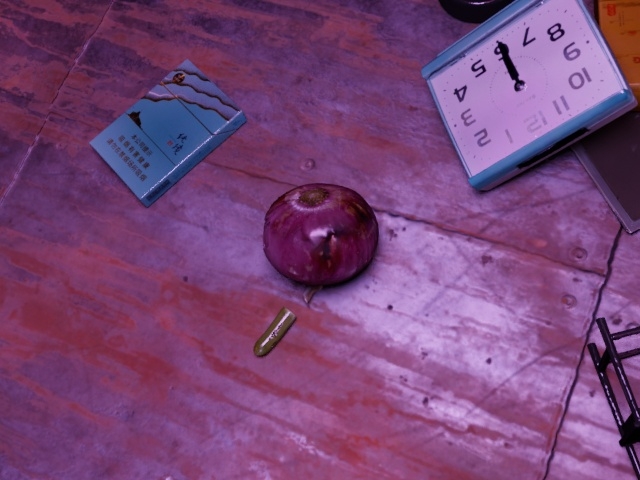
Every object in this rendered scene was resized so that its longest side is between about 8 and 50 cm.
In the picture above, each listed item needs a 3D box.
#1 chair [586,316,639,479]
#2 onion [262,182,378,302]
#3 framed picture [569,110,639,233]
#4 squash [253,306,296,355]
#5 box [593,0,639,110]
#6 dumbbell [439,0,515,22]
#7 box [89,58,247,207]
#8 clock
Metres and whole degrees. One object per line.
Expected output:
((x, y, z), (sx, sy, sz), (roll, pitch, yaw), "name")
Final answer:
((0.455, 0.222, 1.033), (0.155, 0.141, 0.260), (-16, 64, 6), "chair")
((0.000, -0.009, 1.213), (0.177, 0.153, 0.177), (-13, 52, 18), "onion")
((0.527, -0.142, 1.227), (0.252, 0.014, 0.197), (-26, 66, 1), "framed picture")
((-0.072, 0.141, 1.230), (0.027, 0.027, 0.083), (34, 80, 21), "squash")
((0.521, -0.335, 1.263), (0.174, 0.076, 0.274), (-1, 65, 15), "box")
((0.256, -0.475, 1.304), (0.153, 0.218, 0.152), (-4, 67, 10), "dumbbell")
((-0.263, -0.188, 1.392), (0.229, 0.041, 0.162), (-42, 67, -6), "box")
((0.314, -0.230, 1.222), (0.262, 0.116, 0.231), (-32, 67, 31), "clock")
